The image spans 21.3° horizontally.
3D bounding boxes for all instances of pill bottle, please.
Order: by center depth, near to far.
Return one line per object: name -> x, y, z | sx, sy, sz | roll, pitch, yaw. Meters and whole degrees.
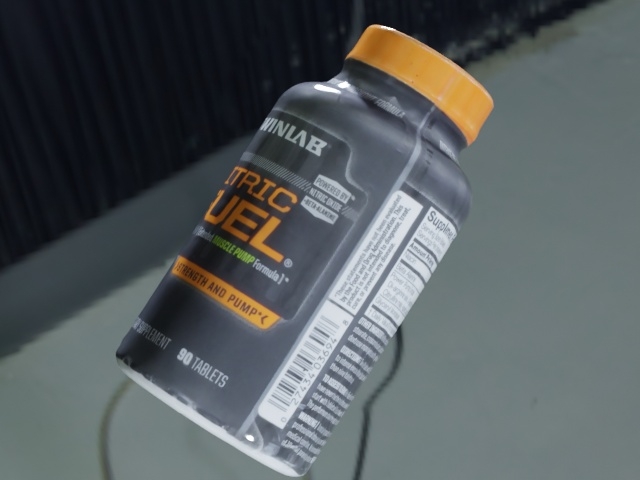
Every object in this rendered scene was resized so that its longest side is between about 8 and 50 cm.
pill bottle -> 0.000, 0.000, 0.972 | 0.130, 0.130, 0.246 | 29, 84, 33
